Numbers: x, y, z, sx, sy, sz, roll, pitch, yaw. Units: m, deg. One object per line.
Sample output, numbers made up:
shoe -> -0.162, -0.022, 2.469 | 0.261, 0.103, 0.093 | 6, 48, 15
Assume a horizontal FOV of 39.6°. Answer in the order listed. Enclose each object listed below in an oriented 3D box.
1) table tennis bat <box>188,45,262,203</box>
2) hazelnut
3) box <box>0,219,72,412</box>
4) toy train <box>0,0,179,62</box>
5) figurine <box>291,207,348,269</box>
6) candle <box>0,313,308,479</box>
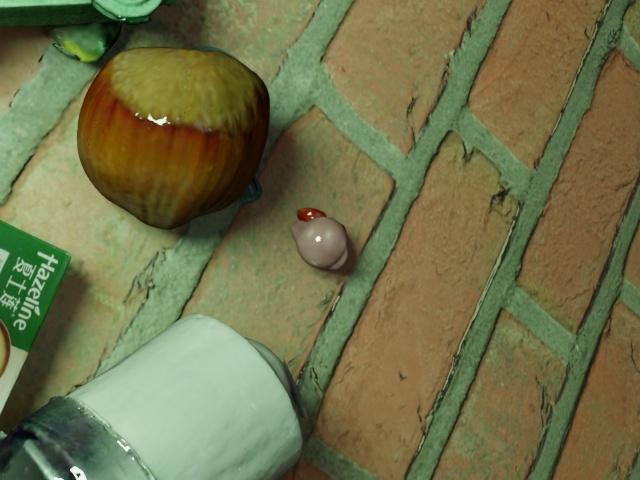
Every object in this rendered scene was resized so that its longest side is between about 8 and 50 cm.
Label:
table tennis bat -> -0.120, -0.140, 1.089 | 0.124, 0.033, 0.201 | -29, 103, -28
hazelnut -> -0.151, -0.111, 0.965 | 0.210, 0.186, 0.210 | 5, 80, -30
box -> -0.355, 0.073, 0.879 | 0.135, 0.081, 0.199 | 30, 73, -32
toy train -> -0.327, -0.308, 0.872 | 0.397, 0.160, 0.253 | -13, 91, -35
figurine -> 0.000, 0.000, 1.149 | 0.083, 0.067, 0.071 | 25, 52, -17
candle -> -0.153, 0.208, 0.937 | 0.343, 0.221, 0.221 | -37, 109, -34
